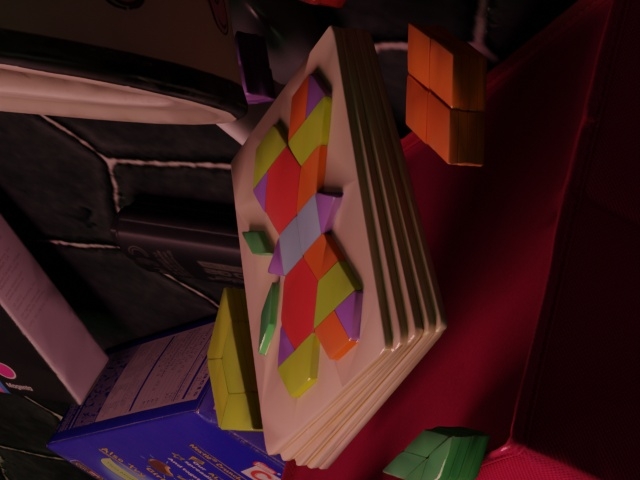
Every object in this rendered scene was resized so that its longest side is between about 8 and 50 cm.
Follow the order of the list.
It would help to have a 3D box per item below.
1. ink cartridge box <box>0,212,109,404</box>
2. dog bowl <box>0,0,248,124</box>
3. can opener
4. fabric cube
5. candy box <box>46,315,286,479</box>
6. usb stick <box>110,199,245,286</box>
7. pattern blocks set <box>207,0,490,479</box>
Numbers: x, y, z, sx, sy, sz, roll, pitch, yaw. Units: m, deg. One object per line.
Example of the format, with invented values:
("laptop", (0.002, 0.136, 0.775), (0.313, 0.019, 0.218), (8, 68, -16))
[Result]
("ink cartridge box", (-0.338, 0.000, 1.346), (0.176, 0.069, 0.371), (5, 139, 33))
("dog bowl", (-0.230, -0.151, 0.737), (0.408, 0.150, 0.408), (7, 180, 0))
("can opener", (0.004, -0.064, 0.952), (0.093, 0.074, 0.280), (-9, 138, 48))
("fabric cube", (0.164, 0.066, 0.815), (0.258, 0.259, 0.254), (26, 153, -15))
("candy box", (-0.056, 0.193, 1.432), (0.268, 0.122, 0.317), (37, 153, -21))
("usb stick", (-0.029, 0.012, 1.159), (0.278, 0.045, 0.077), (7, 156, 32))
("pattern blocks set", (0.000, 0.000, 0.756), (0.026, 0.324, 0.285), (4, 136, -25))
